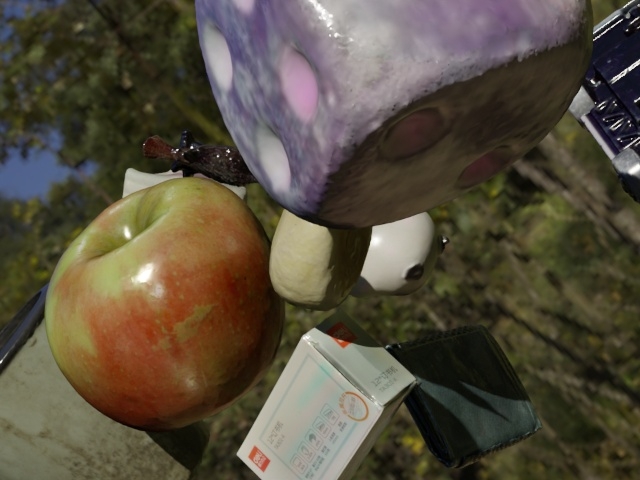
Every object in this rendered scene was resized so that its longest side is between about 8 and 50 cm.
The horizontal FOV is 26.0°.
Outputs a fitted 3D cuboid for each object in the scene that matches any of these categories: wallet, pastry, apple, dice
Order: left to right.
[{"bbox_3d":[-0.190,0.090,1.779,0.319,0.277,0.319,-28,25,14],"label":"apple"},{"bbox_3d":[0.000,0.000,1.555,0.156,0.092,0.156,12,-90,-76],"label":"pastry"},{"bbox_3d":[0.059,-0.187,1.236,0.270,0.270,0.271,-19,-22,-22],"label":"dice"},{"bbox_3d":[0.248,0.272,2.435,0.075,0.237,0.342,-40,-18,30],"label":"wallet"}]

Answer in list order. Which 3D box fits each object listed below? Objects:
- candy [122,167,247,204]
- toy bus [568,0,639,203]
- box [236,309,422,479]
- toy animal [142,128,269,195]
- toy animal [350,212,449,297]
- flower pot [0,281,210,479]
[{"bbox_3d":[-0.268,0.050,2.520,0.145,0.208,0.358,-1,-76,-50],"label":"candy"},{"bbox_3d":[0.497,-0.120,1.853,0.209,0.440,0.249,-36,-53,11],"label":"toy bus"},{"bbox_3d":[0.006,0.218,1.686,0.079,0.135,0.269,-34,-21,-43],"label":"box"},{"bbox_3d":[-0.127,-0.096,1.825,0.105,0.203,0.070,13,-85,-80],"label":"toy animal"},{"bbox_3d":[0.072,-0.003,2.189,0.187,0.235,0.165,-52,-14,-50],"label":"toy animal"},{"bbox_3d":[-0.346,0.261,1.995,0.293,0.330,0.293,-49,11,13],"label":"flower pot"}]
